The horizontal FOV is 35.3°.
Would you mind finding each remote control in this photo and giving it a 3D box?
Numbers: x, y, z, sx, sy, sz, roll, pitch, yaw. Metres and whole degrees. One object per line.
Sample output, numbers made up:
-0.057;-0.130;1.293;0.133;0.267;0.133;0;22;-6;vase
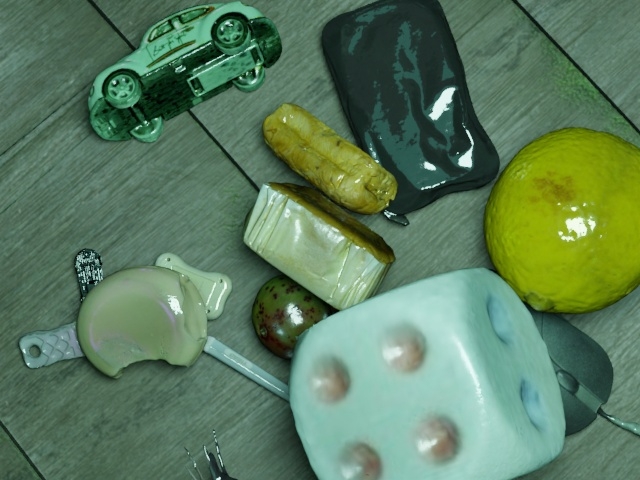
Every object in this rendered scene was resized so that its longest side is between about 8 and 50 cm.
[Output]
-0.194;0.068;1.493;0.122;0.032;0.074;23;84;5;remote control

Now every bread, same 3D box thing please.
0.010;-0.116;1.447;0.211;0.114;0.083;40;98;32;bread
0.002;0.000;1.416;0.210;0.192;0.110;36;98;8;bread

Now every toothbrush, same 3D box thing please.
-0.025;0.236;1.466;0.342;0.030;0.025;31;60;5;toothbrush

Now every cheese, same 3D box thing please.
-0.306;0.133;1.459;0.286;0.082;0.163;-17;95;15;cheese

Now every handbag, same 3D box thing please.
0.134;-0.199;1.500;0.191;0.075;0.332;-19;84;1;handbag

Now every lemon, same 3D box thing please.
0.350;-0.028;1.384;0.267;0.267;0.267;0;82;1;lemon

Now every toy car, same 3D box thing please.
-0.210;-0.260;1.491;0.306;0.136;0.125;-26;69;-1;toy car
-0.341;0.057;1.501;0.041;0.025;0.093;-10;86;-2;toy car

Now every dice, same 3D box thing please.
0.140;0.199;1.298;0.268;0.264;0.263;-27;77;27;dice

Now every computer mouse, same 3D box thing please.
0.315;0.174;1.442;0.379;0.090;0.167;33;85;4;computer mouse

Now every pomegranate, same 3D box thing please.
-0.034;0.107;1.441;0.130;0.130;0.130;0;82;1;pomegranate

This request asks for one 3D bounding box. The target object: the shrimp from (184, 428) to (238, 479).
-0.120;0.436;1.396;0.116;0.145;0.343;-18;86;-27;shrimp
